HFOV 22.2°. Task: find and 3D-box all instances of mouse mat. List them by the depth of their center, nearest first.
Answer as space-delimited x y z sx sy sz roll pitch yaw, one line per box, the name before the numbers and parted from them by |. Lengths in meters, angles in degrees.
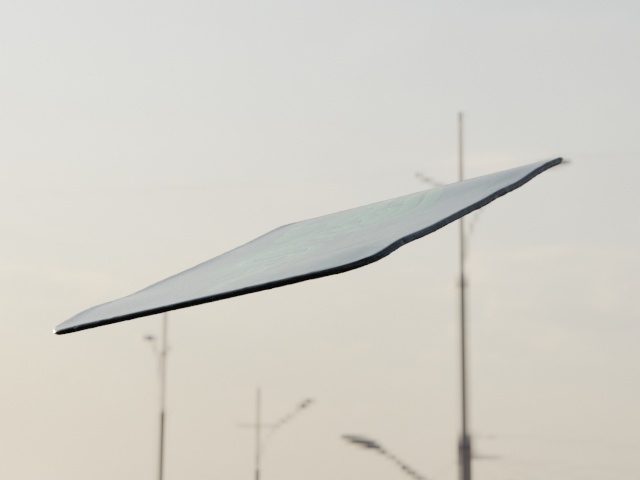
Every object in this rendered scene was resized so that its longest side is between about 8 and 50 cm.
mouse mat | 0.000 0.000 0.663 0.152 0.007 0.190 -14 6 33
